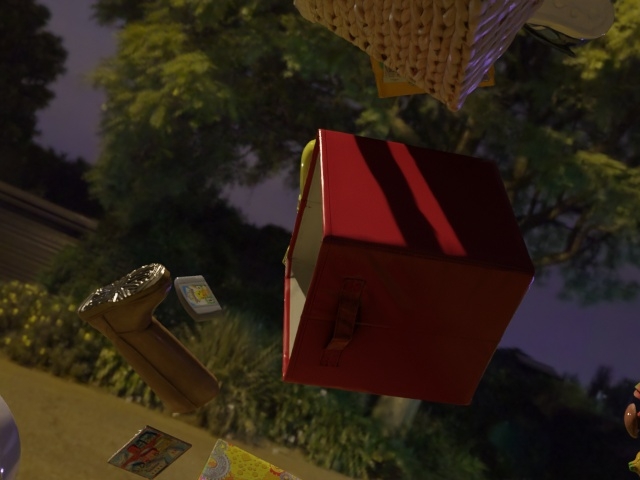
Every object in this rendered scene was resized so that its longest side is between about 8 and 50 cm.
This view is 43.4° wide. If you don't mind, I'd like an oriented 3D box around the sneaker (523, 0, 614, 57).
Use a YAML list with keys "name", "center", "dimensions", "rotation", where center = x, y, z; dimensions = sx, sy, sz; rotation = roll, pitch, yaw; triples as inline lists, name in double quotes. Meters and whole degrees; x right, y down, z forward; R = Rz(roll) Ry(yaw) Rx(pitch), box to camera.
- name: "sneaker"
  center: [0.415, -0.488, 1.633]
  dimensions: [0.322, 0.130, 0.236]
  rotation: [23, 7, -9]

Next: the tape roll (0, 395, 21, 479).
- name: "tape roll"
  center: [-0.565, 0.308, 1.101]
  dimensions: [0.286, 0.286, 0.100]
  rotation: [24, 9, -11]

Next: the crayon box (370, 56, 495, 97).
- name: "crayon box"
  center: [0.165, -0.381, 1.262]
  dimensions: [0.203, 0.083, 0.323]
  rotation: [-4, -40, 11]

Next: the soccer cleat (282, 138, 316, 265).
- name: "soccer cleat"
  center: [0.000, 0.001, 1.077]
  dimensions: [0.121, 0.093, 0.289]
  rotation: [-7, -54, 9]

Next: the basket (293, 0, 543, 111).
- name: "basket"
  center: [0.150, -0.381, 0.900]
  dimensions: [0.266, 0.331, 0.328]
  rotation: [37, -6, 10]

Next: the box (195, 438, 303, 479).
- name: "box"
  center: [-0.035, 0.383, 0.725]
  dimensions: [0.289, 0.279, 0.177]
  rotation: [27, 35, -2]

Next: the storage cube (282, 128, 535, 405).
- name: "storage cube"
  center: [0.073, 0.028, 0.796]
  dimensions: [0.193, 0.184, 0.215]
  rotation: [9, 37, -9]

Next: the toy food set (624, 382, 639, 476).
- name: "toy food set"
  center: [0.507, 0.290, 1.248]
  dimensions: [0.071, 0.218, 0.128]
  rotation: [-4, 26, 14]

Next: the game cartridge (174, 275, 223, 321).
- name: "game cartridge"
  center: [-0.190, 0.088, 1.240]
  dimensions: [0.056, 0.017, 0.083]
  rotation: [-7, 50, -41]

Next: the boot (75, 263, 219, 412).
- name: "boot"
  center: [-0.265, 0.176, 1.398]
  dimensions: [0.236, 0.089, 0.270]
  rotation: [-19, -61, 42]

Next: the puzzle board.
- name: "puzzle board"
  center: [-0.304, 0.381, 1.430]
  dimensions: [0.096, 0.128, 0.011]
  rotation: [33, 31, -27]
